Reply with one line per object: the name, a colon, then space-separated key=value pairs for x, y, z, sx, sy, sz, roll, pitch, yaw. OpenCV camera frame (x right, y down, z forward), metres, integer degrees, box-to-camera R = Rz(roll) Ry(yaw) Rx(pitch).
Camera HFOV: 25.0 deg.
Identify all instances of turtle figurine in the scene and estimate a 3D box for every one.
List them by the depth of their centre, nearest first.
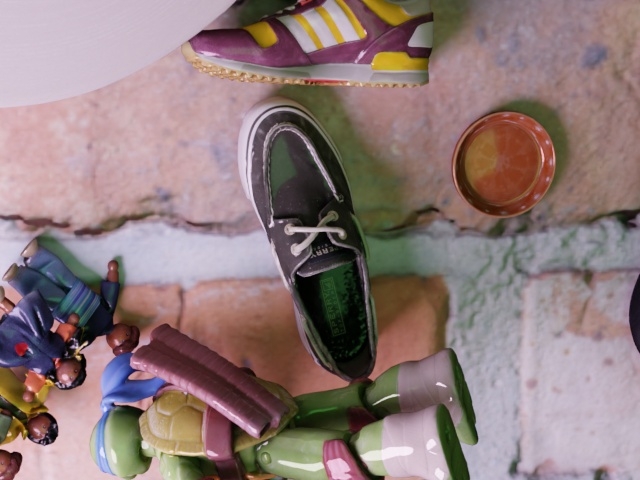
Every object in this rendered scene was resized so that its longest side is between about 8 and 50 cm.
turtle figurine: x=-0.018 y=0.188 z=1.026 sx=0.266 sy=0.198 sz=0.275 roll=-14 pitch=74 yaw=15

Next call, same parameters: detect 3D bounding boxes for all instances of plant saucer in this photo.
plant saucer: x=0.141 y=-0.059 z=1.116 sx=0.083 sy=0.013 sz=0.083 roll=-3 pitch=103 yaw=-12

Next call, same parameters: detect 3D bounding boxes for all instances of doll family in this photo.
doll family: x=-0.209 y=0.092 z=1.044 sx=0.111 sy=0.076 sz=0.193 roll=39 pitch=90 yaw=-13

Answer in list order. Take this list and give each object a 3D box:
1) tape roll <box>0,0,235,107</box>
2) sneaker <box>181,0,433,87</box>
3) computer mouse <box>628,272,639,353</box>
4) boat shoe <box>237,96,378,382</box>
tape roll: x=-0.173 y=-0.257 z=0.867 sx=0.392 sy=0.072 sz=0.392 roll=-20 pitch=138 yaw=-19
sneaker: x=-0.009 y=-0.154 z=1.037 sx=0.185 sy=0.069 sz=0.084 roll=1 pitch=95 yaw=-19
computer mouse: x=0.323 y=-0.006 z=1.124 sx=0.188 sy=0.072 sz=0.272 roll=15 pitch=102 yaw=-1
boat shoe: x=0.000 y=0.000 z=1.068 sx=0.077 sy=0.070 sz=0.219 roll=-21 pitch=107 yaw=-7
